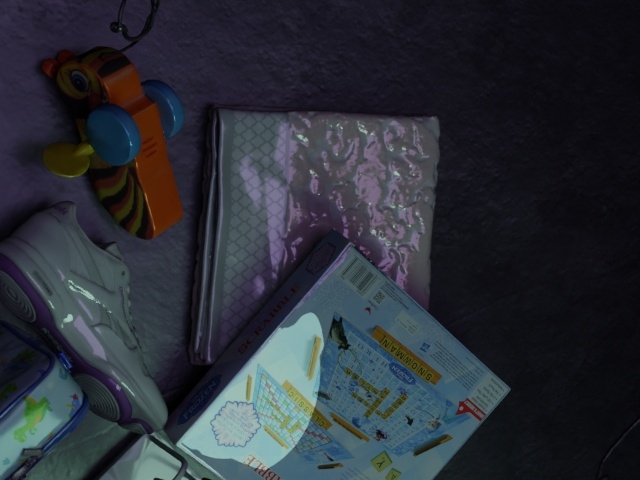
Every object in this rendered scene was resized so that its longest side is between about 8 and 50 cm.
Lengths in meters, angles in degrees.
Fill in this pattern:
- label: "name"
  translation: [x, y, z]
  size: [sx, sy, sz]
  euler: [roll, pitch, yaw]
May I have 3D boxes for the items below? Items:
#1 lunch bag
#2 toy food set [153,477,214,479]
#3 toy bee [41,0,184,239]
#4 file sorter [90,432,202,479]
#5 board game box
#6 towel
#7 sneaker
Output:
- label: "lunch bag"
  translation: [-0.356, 0.179, 1.602]
  size: [0.176, 0.219, 0.090]
  euler: [-44, 121, -17]
- label: "toy food set"
  translation: [-0.205, 0.281, 1.550]
  size: [0.232, 0.111, 0.104]
  euler: [22, 84, -24]
- label: "toy bee"
  translation: [-0.235, -0.157, 1.685]
  size: [0.195, 0.162, 0.298]
  euler: [-10, 114, -54]
- label: "file sorter"
  translation: [-0.158, 0.395, 1.737]
  size: [0.193, 0.173, 0.277]
  euler: [-45, 110, -13]
- label: "board game box"
  translation: [0.025, 0.204, 1.815]
  size: [0.318, 0.066, 0.319]
  euler: [-48, 117, -3]
- label: "towel"
  translation: [0.000, 0.000, 1.837]
  size: [0.317, 0.053, 0.331]
  euler: [2, 95, -24]
- label: "sneaker"
  translation: [-0.248, 0.091, 1.700]
  size: [0.152, 0.114, 0.305]
  euler: [-50, 122, -35]
